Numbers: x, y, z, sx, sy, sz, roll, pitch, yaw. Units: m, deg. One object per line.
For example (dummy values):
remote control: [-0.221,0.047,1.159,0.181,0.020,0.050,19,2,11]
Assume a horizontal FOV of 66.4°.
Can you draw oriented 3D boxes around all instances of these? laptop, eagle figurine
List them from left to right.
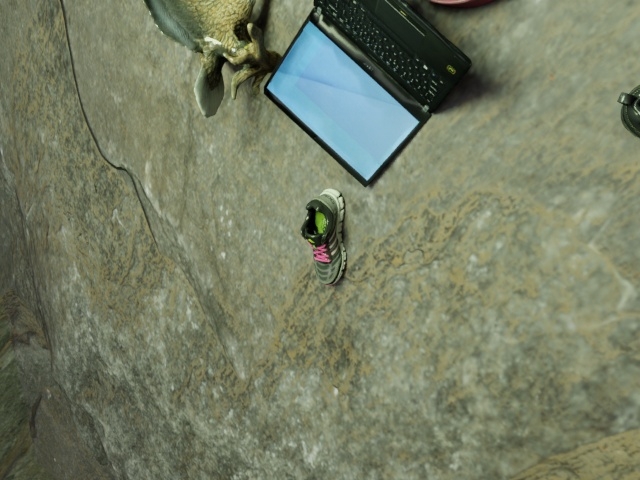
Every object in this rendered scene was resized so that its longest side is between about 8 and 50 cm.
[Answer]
eagle figurine: [-0.180,-0.382,0.804,0.298,0.225,0.226,45,148,7]
laptop: [0.037,-0.219,0.660,0.234,0.264,0.137,42,87,1]

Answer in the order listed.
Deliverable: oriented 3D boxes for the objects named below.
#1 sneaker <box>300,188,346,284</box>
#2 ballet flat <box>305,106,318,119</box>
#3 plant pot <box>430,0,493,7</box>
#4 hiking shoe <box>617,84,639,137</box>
sneaker: [0.000,0.000,0.838,0.063,0.074,0.171,14,112,36]
ballet flat: [0.008,-0.272,0.768,0.057,0.049,0.173,20,115,34]
plant pot: [0.141,-0.378,0.542,0.201,0.180,0.202,12,110,37]
hiking shoe: [0.397,-0.092,0.459,0.226,0.114,0.086,27,119,31]
